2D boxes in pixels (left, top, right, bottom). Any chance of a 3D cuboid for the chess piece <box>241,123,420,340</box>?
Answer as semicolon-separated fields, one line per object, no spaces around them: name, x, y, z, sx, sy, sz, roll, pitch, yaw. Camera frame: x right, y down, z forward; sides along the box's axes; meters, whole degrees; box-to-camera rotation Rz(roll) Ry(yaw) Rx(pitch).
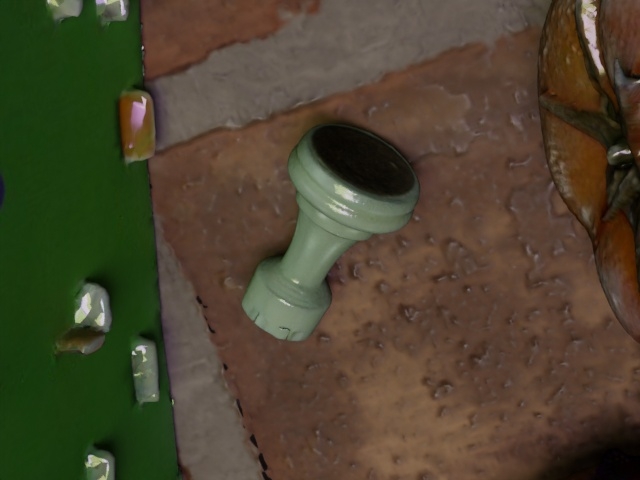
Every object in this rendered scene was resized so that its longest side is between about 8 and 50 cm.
chess piece;0.000;0.000;0.835;0.067;0.067;0.103;29;121;0

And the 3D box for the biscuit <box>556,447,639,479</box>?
biscuit;0.187;0.243;0.802;0.296;0.075;0.295;0;69;-1

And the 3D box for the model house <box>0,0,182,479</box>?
model house;-0.254;0.017;0.836;0.313;0.242;0.357;5;112;26

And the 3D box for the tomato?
tomato;0.168;-0.054;0.728;0.181;0.155;0.214;-15;104;-22
